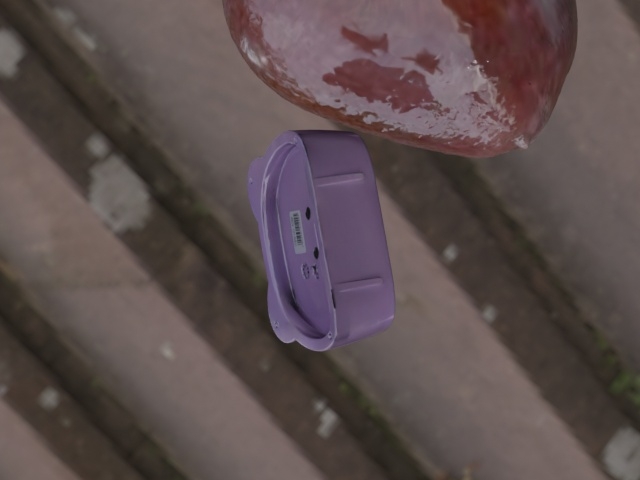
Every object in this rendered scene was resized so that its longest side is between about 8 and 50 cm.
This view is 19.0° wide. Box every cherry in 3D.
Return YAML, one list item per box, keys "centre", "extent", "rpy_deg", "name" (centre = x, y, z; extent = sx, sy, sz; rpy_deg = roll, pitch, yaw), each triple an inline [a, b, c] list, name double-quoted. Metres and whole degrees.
- centre: [0.066, -0.185, 1.431]
  extent: [0.307, 0.261, 0.221]
  rpy_deg: [52, 146, 29]
  name: "cherry"

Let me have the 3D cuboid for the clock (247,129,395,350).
- centre: [0.000, 0.000, 1.336]
  extent: [0.110, 0.050, 0.152]
  rpy_deg: [-16, 83, 64]
  name: "clock"
